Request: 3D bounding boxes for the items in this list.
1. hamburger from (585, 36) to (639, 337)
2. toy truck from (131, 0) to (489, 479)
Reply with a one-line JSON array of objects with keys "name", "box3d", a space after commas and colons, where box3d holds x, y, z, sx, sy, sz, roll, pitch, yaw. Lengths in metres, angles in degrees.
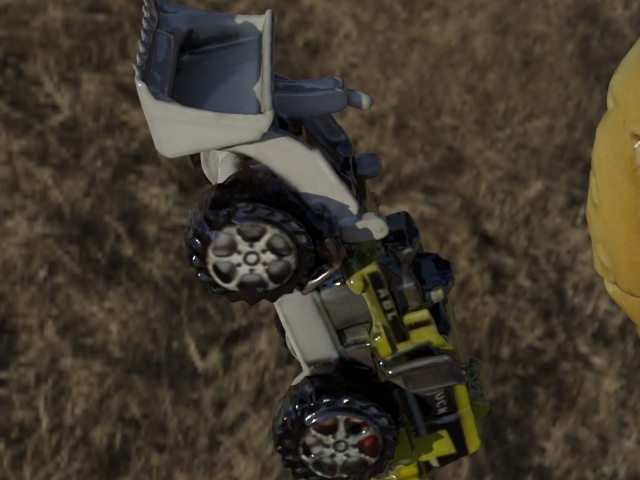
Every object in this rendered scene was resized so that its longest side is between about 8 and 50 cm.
[{"name": "hamburger", "box3d": [0.243, -0.028, 0.615, 0.259, 0.283, 0.144, 42, 20, -15]}, {"name": "toy truck", "box3d": [0.000, 0.000, 0.859, 0.111, 0.286, 0.136, -20, 32, 10]}]
